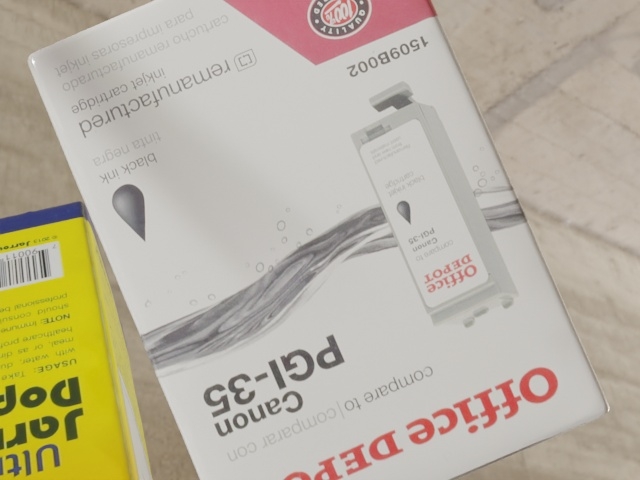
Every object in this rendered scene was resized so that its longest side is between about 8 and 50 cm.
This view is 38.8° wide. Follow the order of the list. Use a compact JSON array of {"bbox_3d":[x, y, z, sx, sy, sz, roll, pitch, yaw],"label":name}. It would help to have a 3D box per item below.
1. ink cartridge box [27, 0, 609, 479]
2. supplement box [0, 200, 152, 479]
[{"bbox_3d":[0.000,0.000,0.499,0.207,0.283,0.117,-23,-4,-1],"label":"ink cartridge box"},{"bbox_3d":[-0.235,0.168,0.693,0.195,0.356,0.194,-14,-46,-11],"label":"supplement box"}]
